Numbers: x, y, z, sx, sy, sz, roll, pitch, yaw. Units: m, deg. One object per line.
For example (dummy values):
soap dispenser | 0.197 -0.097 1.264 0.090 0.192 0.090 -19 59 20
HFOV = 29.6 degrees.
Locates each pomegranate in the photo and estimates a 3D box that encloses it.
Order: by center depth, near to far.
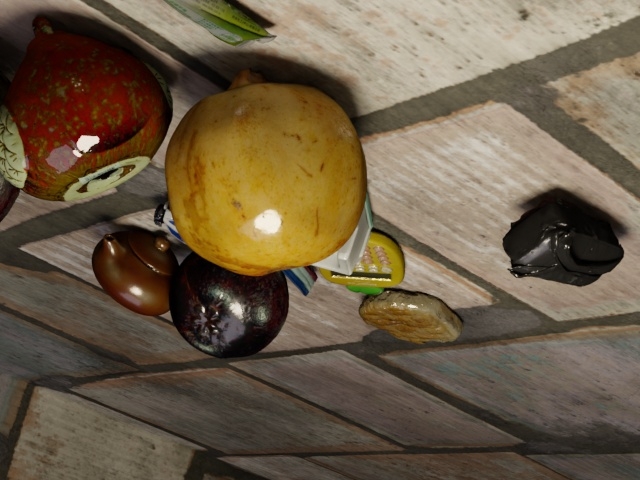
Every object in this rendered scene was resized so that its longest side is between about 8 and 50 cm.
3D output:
pomegranate | -0.068 -0.088 1.535 0.264 0.264 0.264 12 158 5

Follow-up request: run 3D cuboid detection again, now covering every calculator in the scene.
calculator | 0.068 0.037 2.016 0.146 0.032 0.235 4 157 7

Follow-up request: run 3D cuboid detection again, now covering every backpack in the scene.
backpack | 0.340 0.004 1.686 0.165 0.106 0.120 12 143 -43

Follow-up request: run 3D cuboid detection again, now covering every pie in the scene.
pie | 0.160 0.141 2.212 0.195 0.046 0.195 11 157 5

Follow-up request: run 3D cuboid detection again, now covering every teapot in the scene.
teapot | -0.300 0.052 2.177 0.252 0.178 0.135 23 119 -41

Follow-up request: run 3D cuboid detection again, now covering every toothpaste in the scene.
toothpaste | -0.162 -0.283 1.385 0.248 0.047 0.078 27 159 -35

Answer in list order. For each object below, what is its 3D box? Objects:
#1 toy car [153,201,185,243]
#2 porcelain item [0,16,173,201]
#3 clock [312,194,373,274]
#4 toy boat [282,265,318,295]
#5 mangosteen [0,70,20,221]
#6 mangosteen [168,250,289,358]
toy car | -0.189 -0.028 1.985 0.170 0.070 0.080 10 159 10
porcelain item | -0.322 -0.180 1.571 0.253 0.253 0.253 12 158 5
clock | -0.050 -0.050 1.788 0.231 0.116 0.262 10 157 12
toy boat | -0.056 0.030 2.058 0.046 0.080 0.229 -26 150 5
mangosteen | -0.565 -0.135 1.662 0.330 0.330 0.330 12 158 5
mangosteen | -0.149 0.093 2.109 0.216 0.216 0.216 12 158 5
